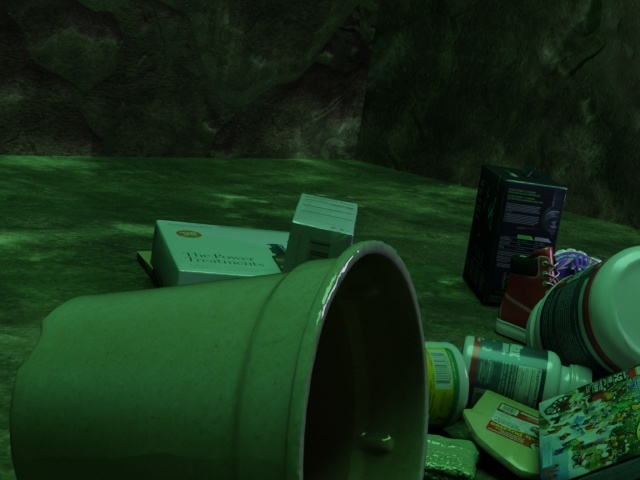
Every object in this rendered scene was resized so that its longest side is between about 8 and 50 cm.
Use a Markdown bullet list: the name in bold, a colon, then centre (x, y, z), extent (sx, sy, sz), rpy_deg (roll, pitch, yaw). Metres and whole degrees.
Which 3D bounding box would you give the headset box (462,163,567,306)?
- **headset box**: centre (0.404, -0.021, 2.326), extent (0.131, 0.283, 0.246), rpy_deg (7, 10, -5)

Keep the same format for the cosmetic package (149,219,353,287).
- **cosmetic package**: centre (-0.094, 0.061, 1.956), extent (0.377, 0.097, 0.284), rpy_deg (5, 14, -18)

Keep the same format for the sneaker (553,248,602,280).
- **sneaker**: centre (0.510, 0.062, 2.096), extent (0.170, 0.068, 0.071), rpy_deg (9, 18, -6)

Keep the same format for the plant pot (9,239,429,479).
- **plant pot**: centre (-0.093, 0.165, 1.005), extent (0.305, 0.333, 0.334), rpy_deg (0, 7, 22)

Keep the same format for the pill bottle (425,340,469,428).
- **pill bottle**: centre (0.076, 0.186, 1.434), extent (0.208, 0.117, 0.117), rpy_deg (4, 12, -23)

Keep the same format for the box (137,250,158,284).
- **box**: centre (-0.252, 0.055, 2.112), extent (0.164, 0.021, 0.201), rpy_deg (4, 12, -21)

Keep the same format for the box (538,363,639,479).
- **box**: centre (0.336, 0.226, 1.287), extent (0.159, 0.044, 0.233), rpy_deg (-25, 10, 16)

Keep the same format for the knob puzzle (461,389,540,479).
- **knob puzzle**: centre (0.265, 0.264, 1.393), extent (0.213, 0.030, 0.213), rpy_deg (16, 17, -5)

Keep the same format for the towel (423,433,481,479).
- **towel**: centre (0.118, 0.258, 1.336), extent (0.148, 0.027, 0.110), rpy_deg (11, 12, 11)

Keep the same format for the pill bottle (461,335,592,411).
- **pill bottle**: centre (0.282, 0.201, 1.548), extent (0.180, 0.108, 0.108), rpy_deg (10, 11, 7)

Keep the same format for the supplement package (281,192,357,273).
- **supplement package**: centre (0.000, 0.000, 1.861), extent (0.105, 0.105, 0.179), rpy_deg (12, 17, 1)

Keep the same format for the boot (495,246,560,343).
- **boot**: centre (0.427, 0.110, 1.953), extent (0.244, 0.176, 0.088), rpy_deg (20, 14, 41)

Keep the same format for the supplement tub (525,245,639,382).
- **supplement tub**: centre (0.432, 0.126, 1.622), extent (0.191, 0.191, 0.272), rpy_deg (6, -15, -12)
